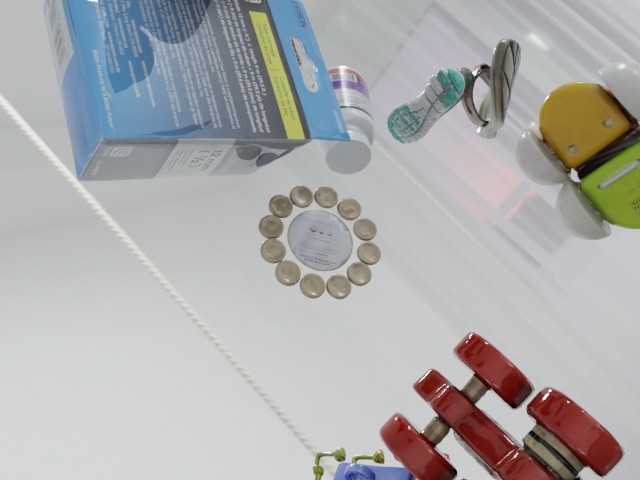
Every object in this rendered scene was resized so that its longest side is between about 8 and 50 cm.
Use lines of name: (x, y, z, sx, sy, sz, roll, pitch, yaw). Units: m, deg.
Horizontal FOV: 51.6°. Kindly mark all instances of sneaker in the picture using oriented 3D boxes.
sneaker: (0.170, -0.204, 0.999, 0.076, 0.065, 0.166, -33, 0, -42)

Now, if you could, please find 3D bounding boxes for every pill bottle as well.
pill bottle: (0.040, -0.211, 1.168, 0.108, 0.193, 0.108, -3, -41, -2)

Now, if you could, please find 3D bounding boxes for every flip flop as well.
flip flop: (0.267, -0.238, 1.078, 0.277, 0.080, 0.112, 35, -110, -81)

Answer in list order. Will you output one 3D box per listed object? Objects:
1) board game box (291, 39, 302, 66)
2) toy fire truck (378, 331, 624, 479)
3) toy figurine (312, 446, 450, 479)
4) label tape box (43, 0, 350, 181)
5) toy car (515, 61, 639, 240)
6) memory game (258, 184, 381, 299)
board game box: (-0.196, -0.435, 1.239, 0.232, 0.291, 0.141, -20, -20, 4)
toy fire truck: (0.232, 0.267, 0.760, 0.169, 0.302, 0.254, -47, -56, -3)
toy figurine: (0.070, 0.329, 0.887, 0.217, 0.363, 0.191, 55, -137, -40)
label tape box: (-0.157, -0.213, 0.871, 0.348, 0.249, 0.115, -5, -20, -37)
toy car: (0.326, -0.099, 0.746, 0.159, 0.182, 0.136, -39, -10, 30)
memory game: (0.000, 0.000, 0.954, 0.186, 0.186, 0.012, -36, -10, -30)
